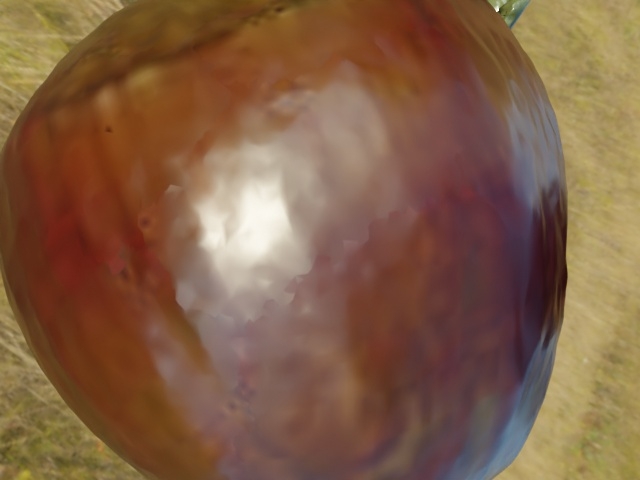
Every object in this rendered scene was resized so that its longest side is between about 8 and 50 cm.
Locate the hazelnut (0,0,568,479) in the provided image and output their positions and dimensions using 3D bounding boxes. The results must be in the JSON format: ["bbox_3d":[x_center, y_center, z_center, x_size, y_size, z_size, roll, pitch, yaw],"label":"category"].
[{"bbox_3d":[0.000,0.000,0.587,0.352,0.421,0.421,-41,166,29],"label":"hazelnut"}]

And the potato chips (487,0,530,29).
[{"bbox_3d":[0.166,-0.345,0.985,0.373,0.097,0.389,172,-62,-76],"label":"potato chips"}]
